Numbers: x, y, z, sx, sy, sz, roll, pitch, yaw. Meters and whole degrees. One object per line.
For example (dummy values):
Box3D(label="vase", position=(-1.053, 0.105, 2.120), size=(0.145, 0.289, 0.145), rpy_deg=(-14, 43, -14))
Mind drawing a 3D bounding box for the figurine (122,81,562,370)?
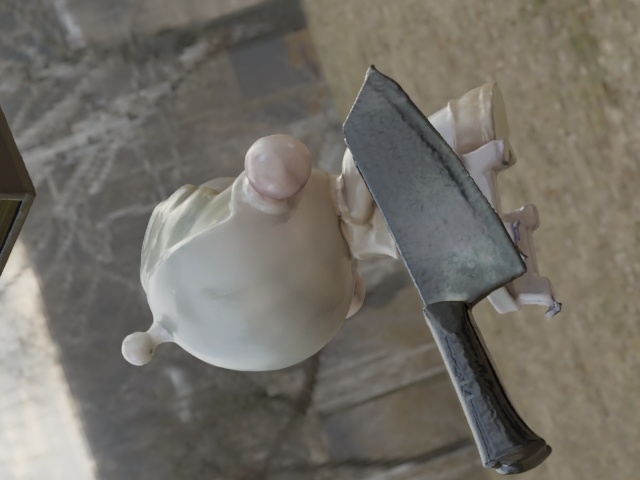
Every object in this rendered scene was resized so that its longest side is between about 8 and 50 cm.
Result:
Box3D(label="figurine", position=(0.003, 0.010, 0.972), size=(0.182, 0.257, 0.144), rpy_deg=(-2, -104, -79))

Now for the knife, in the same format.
Box3D(label="knife", position=(0.065, 0.005, 0.806), size=(0.230, 0.060, 0.028), rpy_deg=(66, -169, 25))

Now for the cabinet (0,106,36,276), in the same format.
Box3D(label="cabinet", position=(-0.349, -0.062, 1.252), size=(0.148, 0.175, 0.215), rpy_deg=(-59, 44, 35))
